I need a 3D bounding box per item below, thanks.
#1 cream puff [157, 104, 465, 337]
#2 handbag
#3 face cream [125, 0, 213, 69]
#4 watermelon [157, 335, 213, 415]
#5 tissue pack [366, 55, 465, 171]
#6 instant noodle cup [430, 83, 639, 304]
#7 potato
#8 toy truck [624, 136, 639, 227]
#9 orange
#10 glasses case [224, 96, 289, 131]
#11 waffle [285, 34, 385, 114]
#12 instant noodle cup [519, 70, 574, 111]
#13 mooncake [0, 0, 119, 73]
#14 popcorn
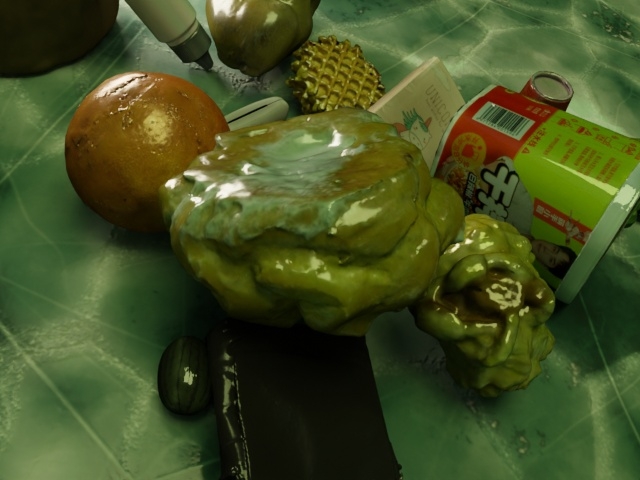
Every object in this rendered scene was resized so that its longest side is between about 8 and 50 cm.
[{"bbox_3d":[0.000,0.000,0.873,0.378,0.276,0.378,-4,29,2],"label":"cream puff"},{"bbox_3d":[-0.027,0.216,0.856,0.246,0.080,0.223,11,52,-32],"label":"handbag"},{"bbox_3d":[-0.287,-0.423,1.198,0.092,0.311,0.092,-21,45,22],"label":"face cream"},{"bbox_3d":[-0.172,0.172,0.871,0.078,0.078,0.111,2,48,-14],"label":"watermelon"},{"bbox_3d":[0.158,-0.185,1.206,0.325,0.071,0.170,-44,108,-37],"label":"tissue pack"},{"bbox_3d":[0.362,-0.098,1.132,0.307,0.294,0.294,35,51,21],"label":"instant noodle cup"},{"bbox_3d":[-0.113,-0.453,1.301,0.218,0.203,0.351,8,57,3],"label":"potato"},{"bbox_3d":[0.574,-0.135,1.293,0.187,0.148,0.211,-3,33,-20],"label":"toy truck"},{"bbox_3d":[-0.246,-0.127,0.982,0.239,0.240,0.240,8,51,-10],"label":"orange"},{"bbox_3d":[-0.132,-0.193,1.172,0.193,0.074,0.049,-34,71,-33],"label":"glasses case"},{"bbox_3d":[0.035,-0.297,1.286,0.197,0.070,0.193,-31,83,-34],"label":"waffle"},{"bbox_3d":[0.430,-0.255,1.339,0.127,0.136,0.127,7,52,-9],"label":"instant noodle cup"},{"bbox_3d":[-0.559,-0.485,1.203,0.378,0.201,0.379,8,50,-10],"label":"mooncake"},{"bbox_3d":[0.233,0.089,0.960,0.194,0.255,0.256,-10,89,20],"label":"popcorn"}]
